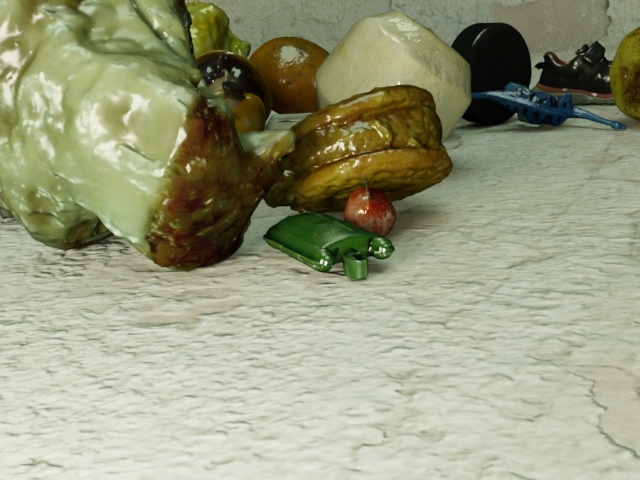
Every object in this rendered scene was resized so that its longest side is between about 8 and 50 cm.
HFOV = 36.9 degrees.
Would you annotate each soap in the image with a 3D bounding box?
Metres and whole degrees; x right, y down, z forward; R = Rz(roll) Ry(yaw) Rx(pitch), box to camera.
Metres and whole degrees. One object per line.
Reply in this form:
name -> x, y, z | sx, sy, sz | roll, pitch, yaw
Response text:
soap -> -0.008, -0.214, 1.856 | 0.183, 0.064, 0.121 | -3, 15, 4

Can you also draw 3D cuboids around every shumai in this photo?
shumai -> -0.203, -0.130, 1.124 | 0.323, 0.398, 0.324 | 29, 36, 33

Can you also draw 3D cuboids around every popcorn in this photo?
popcorn -> -0.307, -0.388, 2.179 | 0.312, 0.312, 0.312 | -4, 16, 1

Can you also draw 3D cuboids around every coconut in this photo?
coconut -> 0.105, -0.226, 1.555 | 0.237, 0.266, 0.237 | 32, 14, -9

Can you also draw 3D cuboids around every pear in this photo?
pear -> 0.656, -0.316, 1.824 | 0.197, 0.197, 0.197 | -4, 16, 1

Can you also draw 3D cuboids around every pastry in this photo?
pastry -> 0.051, -0.120, 1.277 | 0.235, 0.132, 0.240 | -14, -11, 21

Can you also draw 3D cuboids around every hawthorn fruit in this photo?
hawthorn fruit -> 0.061, -0.044, 1.174 | 0.066, 0.103, 0.067 | 0, 57, 0

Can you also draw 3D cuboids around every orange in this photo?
orange -> -0.048, -0.347, 2.066 | 0.240, 0.171, 0.240 | 29, 8, -4

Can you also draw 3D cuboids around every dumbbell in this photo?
dumbbell -> 0.267, -0.359, 2.047 | 0.203, 0.204, 0.322 | -16, 19, -36

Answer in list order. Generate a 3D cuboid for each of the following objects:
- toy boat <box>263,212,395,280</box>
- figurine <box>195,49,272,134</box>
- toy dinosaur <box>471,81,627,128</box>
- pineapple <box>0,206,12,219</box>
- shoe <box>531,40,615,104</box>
toy boat -> 0.000, 0.000, 1.116 | 0.104, 0.052, 0.210 | -14, 17, -25
figurine -> -0.173, -0.270, 1.894 | 0.167, 0.192, 0.257 | -7, 32, -19
toy dinosaur -> 0.427, -0.261, 1.881 | 0.329, 0.076, 0.144 | 15, 14, 7
pineapple -> -0.501, -0.135, 1.493 | 0.222, 0.223, 0.357 | -15, 38, -34
shoe -> 0.615, -0.374, 2.129 | 0.290, 0.137, 0.114 | 4, 18, 22
